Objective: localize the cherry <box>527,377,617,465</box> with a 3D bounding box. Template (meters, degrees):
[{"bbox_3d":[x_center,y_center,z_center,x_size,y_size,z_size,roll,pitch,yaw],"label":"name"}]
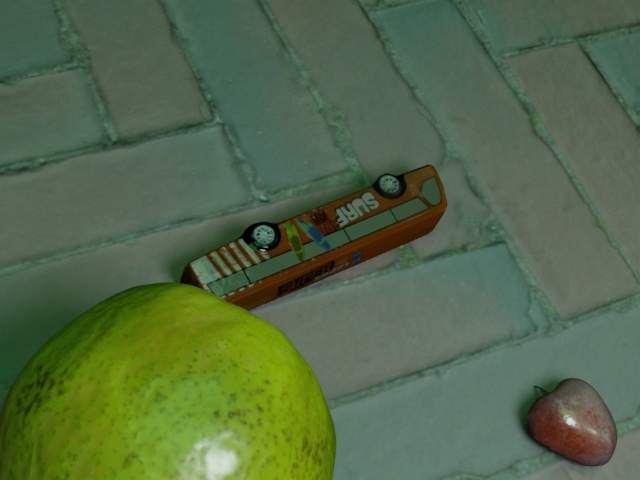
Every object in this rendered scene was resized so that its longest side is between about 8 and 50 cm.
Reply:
[{"bbox_3d":[0.336,0.235,1.445,0.126,0.087,0.106,25,59,11],"label":"cherry"}]

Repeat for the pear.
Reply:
[{"bbox_3d":[-0.176,0.245,1.177,0.390,0.391,0.391,5,54,-7],"label":"pear"}]

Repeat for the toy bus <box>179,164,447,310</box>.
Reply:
[{"bbox_3d":[0.000,0.000,1.547,0.408,0.093,0.092,-23,70,-23],"label":"toy bus"}]
